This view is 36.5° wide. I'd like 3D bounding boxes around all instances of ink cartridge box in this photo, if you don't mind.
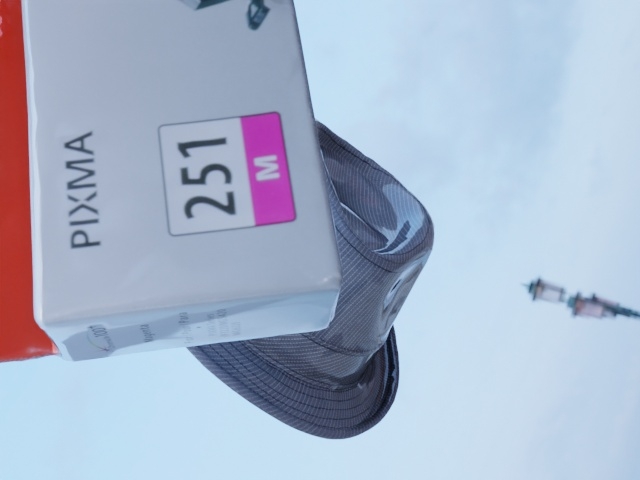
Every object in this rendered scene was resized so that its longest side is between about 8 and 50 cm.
[{"bbox_3d":[-0.129,-0.080,0.459,0.060,0.239,0.275,99,163,-66],"label":"ink cartridge box"}]

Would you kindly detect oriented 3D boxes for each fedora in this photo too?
[{"bbox_3d":[0.000,0.000,0.724,0.124,0.244,0.275,-46,13,23],"label":"fedora"}]
